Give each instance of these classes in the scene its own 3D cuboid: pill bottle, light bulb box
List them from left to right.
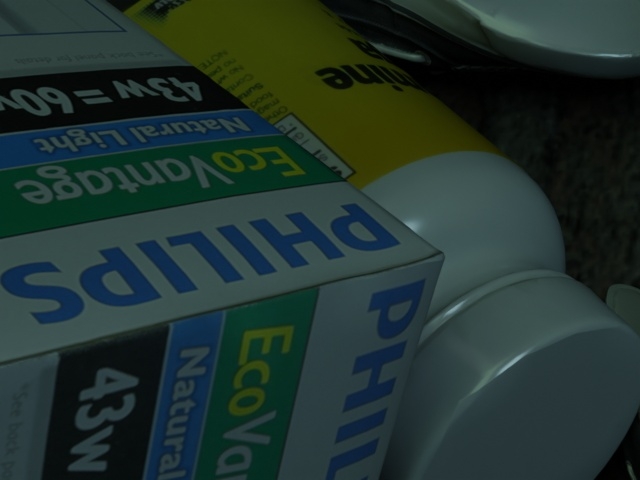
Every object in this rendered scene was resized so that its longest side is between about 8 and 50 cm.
[{"bbox_3d":[-0.180,0.080,0.679,0.225,0.357,0.361,-13,38,-39],"label":"light bulb box"},{"bbox_3d":[0.000,0.000,0.776,0.188,0.188,0.334,-42,53,-4],"label":"pill bottle"}]

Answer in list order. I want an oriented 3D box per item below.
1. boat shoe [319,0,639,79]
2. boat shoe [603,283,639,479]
[{"bbox_3d":[0.063,-0.146,0.896,0.301,0.102,0.108,18,60,17],"label":"boat shoe"},{"bbox_3d":[0.160,0.078,0.746,0.046,0.038,0.125,4,49,-25],"label":"boat shoe"}]
